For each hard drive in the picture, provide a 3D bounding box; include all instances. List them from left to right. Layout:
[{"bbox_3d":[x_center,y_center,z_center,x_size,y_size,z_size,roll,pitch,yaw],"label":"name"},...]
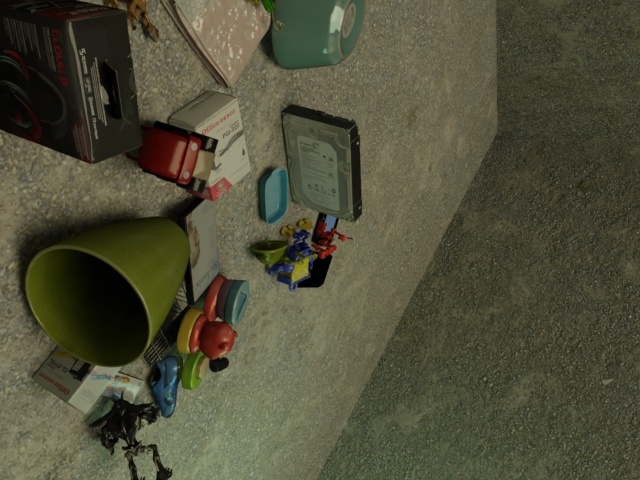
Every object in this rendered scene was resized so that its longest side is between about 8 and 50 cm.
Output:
[{"bbox_3d":[0.008,-0.227,1.815,0.064,0.237,0.338,-47,146,-38],"label":"hard drive"}]

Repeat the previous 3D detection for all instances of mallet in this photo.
[{"bbox_3d":[-0.304,0.314,1.839,0.062,0.039,0.189,-22,123,-60],"label":"mallet"}]

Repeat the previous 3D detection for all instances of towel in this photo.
[{"bbox_3d":[-0.202,-0.574,1.386,0.331,0.054,0.317,-62,153,-13],"label":"towel"}]

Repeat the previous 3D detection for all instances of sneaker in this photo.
[{"bbox_3d":[-0.431,0.400,1.640,0.082,0.069,0.209,0,121,-29],"label":"sneaker"}]

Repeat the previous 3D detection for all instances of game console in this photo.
[{"bbox_3d":[0.000,0.000,2.174,0.213,0.044,0.361,7,102,-63],"label":"game console"}]

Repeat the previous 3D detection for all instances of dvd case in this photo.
[{"bbox_3d":[-0.309,0.016,1.548,0.180,0.022,0.252,-63,157,-61],"label":"dvd case"}]

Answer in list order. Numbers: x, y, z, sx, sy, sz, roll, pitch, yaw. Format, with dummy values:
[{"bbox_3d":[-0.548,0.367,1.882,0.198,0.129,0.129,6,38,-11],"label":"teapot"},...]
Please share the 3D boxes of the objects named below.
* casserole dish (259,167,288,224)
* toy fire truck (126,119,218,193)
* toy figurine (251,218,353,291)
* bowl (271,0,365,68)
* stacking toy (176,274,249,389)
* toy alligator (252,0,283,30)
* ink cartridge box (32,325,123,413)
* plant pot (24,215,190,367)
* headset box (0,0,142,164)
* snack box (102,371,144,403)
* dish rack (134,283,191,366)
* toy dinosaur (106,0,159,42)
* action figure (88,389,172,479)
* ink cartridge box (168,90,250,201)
[{"bbox_3d":[-0.144,-0.136,1.817,0.114,0.037,0.188,-40,142,-45],"label":"casserole dish"},{"bbox_3d":[-0.355,-0.210,1.197,0.246,0.217,0.158,11,99,-48],"label":"toy fire truck"},{"bbox_3d":[-0.073,0.089,1.954,0.363,0.191,0.217,-25,135,-53],"label":"toy figurine"},{"bbox_3d":[0.012,-0.590,1.593,0.311,0.163,0.311,20,90,-75],"label":"bowl"},{"bbox_3d":[-0.271,0.264,1.653,0.309,0.131,0.279,-64,165,-57],"label":"stacking toy"},{"bbox_3d":[-0.133,-0.576,1.402,0.189,0.056,0.051,54,20,-58],"label":"toy alligator"},{"bbox_3d":[-0.512,0.266,1.306,0.175,0.128,0.072,-57,150,-24],"label":"ink cartridge box"},{"bbox_3d":[-0.404,0.067,1.267,0.293,0.275,0.274,-57,155,-58],"label":"plant pot"},{"bbox_3d":[-0.410,-0.261,0.945,0.110,0.293,0.217,-38,141,-46],"label":"headset box"},{"bbox_3d":[-0.509,0.359,1.494,0.064,0.022,0.178,-61,152,-13],"label":"snack box"},{"bbox_3d":[-0.415,0.177,1.496,0.208,0.074,0.271,-50,149,-32],"label":"dish rack"},{"bbox_3d":[-0.361,-0.481,1.163,0.211,0.064,0.112,95,11,-46],"label":"toy dinosaur"},{"bbox_3d":[-0.474,0.489,1.508,0.164,0.141,0.275,-18,102,-15],"label":"action figure"},{"bbox_3d":[-0.264,-0.230,1.465,0.158,0.092,0.217,-48,144,-37],"label":"ink cartridge box"}]
